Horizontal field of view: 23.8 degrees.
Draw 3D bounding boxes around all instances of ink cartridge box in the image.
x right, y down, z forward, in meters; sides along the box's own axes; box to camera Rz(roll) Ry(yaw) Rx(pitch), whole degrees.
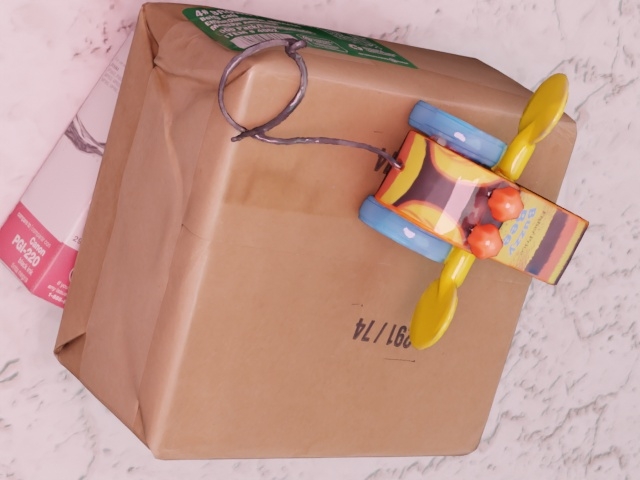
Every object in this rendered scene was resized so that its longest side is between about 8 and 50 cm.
[{"bbox_3d":[-0.133,-0.036,1.215,0.158,0.092,0.218,31,93,-41],"label":"ink cartridge box"}]

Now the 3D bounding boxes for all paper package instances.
[{"bbox_3d":[0.000,0.000,1.155,0.324,0.168,0.310,5,108,-37],"label":"paper package"}]

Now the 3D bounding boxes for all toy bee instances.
[{"bbox_3d":[0.089,-0.016,0.997,0.298,0.162,0.195,-3,114,-35],"label":"toy bee"}]
